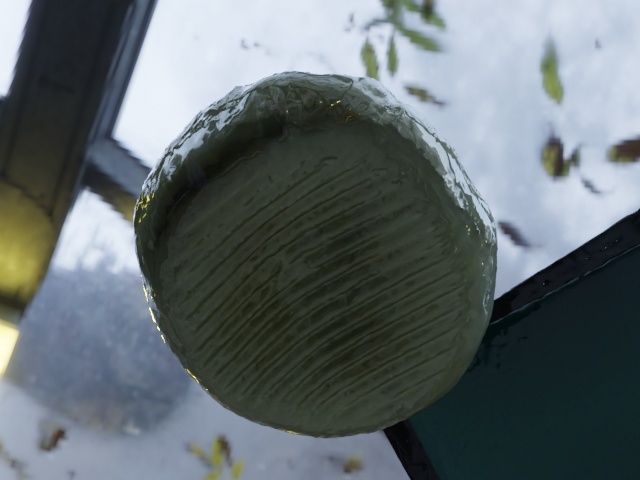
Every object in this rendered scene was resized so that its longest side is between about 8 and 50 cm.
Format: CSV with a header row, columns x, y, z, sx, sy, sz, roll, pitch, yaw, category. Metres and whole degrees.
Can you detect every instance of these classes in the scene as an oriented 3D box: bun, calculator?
x,y,z,sx,sy,sz,roll,pitch,yaw,category
0.000,0.000,0.932,0.222,0.127,0.222,2,-61,4,bun
0.198,0.149,1.141,0.248,0.058,0.274,-31,-95,7,calculator
